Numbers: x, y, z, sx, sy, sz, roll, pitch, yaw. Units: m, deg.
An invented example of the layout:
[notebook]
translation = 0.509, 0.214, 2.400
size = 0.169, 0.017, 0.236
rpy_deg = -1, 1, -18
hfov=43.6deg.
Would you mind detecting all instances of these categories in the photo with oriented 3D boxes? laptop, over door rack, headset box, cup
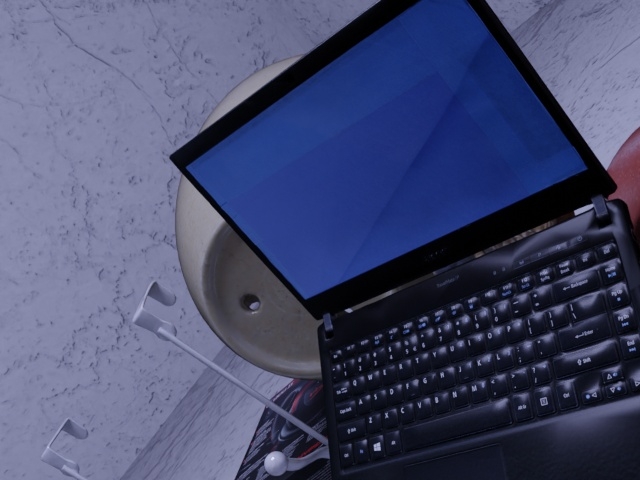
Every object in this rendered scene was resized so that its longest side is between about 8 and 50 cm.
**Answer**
[laptop]
translation = 0.040, 0.036, 0.440
size = 0.234, 0.137, 0.264
rpy_deg = -28, 57, 39
[over door rack]
translation = -0.121, 0.239, 0.798
size = 0.239, 0.324, 0.108
rpy_deg = -53, -5, 23
[headset box]
translation = 0.011, 0.240, 0.978
size = 0.218, 0.110, 0.293
rpy_deg = -43, 10, 24
[cup]
translation = 0.000, 0.000, 0.757
size = 0.331, 0.331, 0.237
rpy_deg = -45, 8, 19

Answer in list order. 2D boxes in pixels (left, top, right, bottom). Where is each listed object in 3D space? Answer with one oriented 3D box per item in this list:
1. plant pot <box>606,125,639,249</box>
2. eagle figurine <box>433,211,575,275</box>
[plant pot]
translation = 0.286, -0.018, 0.376
size = 0.272, 0.272, 0.265
rpy_deg = -50, 0, -15
[eagle figurine]
translation = 0.171, 0.042, 0.636
size = 0.298, 0.225, 0.226
rpy_deg = -68, 2, -75
